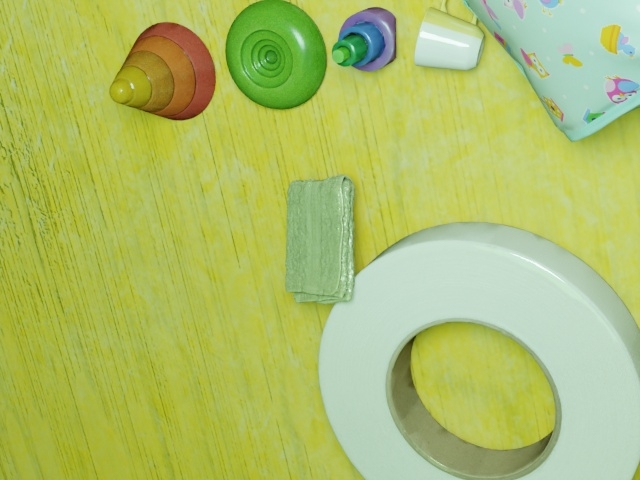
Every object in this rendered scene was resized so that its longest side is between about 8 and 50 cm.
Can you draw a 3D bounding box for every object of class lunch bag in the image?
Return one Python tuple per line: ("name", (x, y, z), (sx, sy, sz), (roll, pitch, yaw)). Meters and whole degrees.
("lunch bag", (0.247, -0.225, 1.059), (0.223, 0.160, 0.262), (51, 159, -2))

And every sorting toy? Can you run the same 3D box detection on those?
("sorting toy", (-0.096, -0.193, 1.269), (0.365, 0.126, 0.127), (-4, 108, 29))

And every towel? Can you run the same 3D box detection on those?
("towel", (0.000, 0.000, 1.318), (0.110, 0.027, 0.148), (-2, 88, 48))

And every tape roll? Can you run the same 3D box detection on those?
("tape roll", (0.183, 0.171, 1.307), (0.392, 0.072, 0.392), (9, 113, 23))

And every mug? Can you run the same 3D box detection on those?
("mug", (0.138, -0.212, 1.183), (0.064, 0.062, 0.078), (16, 123, 12))
